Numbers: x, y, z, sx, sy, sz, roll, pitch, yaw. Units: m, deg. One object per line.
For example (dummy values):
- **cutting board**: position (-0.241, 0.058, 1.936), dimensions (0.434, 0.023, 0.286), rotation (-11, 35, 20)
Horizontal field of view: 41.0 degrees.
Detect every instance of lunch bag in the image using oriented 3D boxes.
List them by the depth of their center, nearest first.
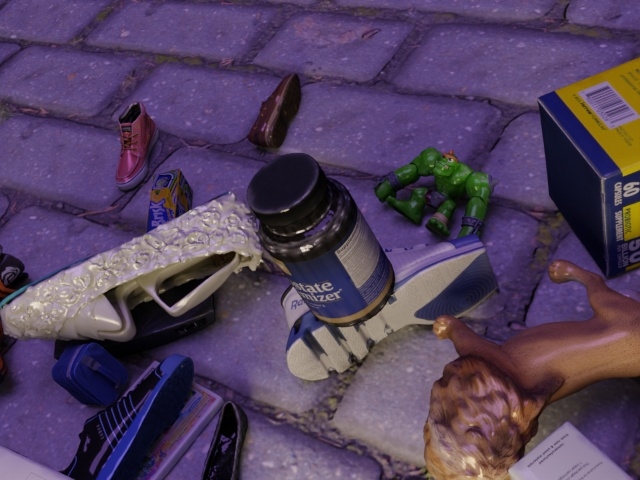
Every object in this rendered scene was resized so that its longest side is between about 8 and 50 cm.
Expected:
- **lunch bag**: position (-0.329, 0.197, 1.240), dimensions (0.065, 0.098, 0.067), rotation (-8, 45, 40)

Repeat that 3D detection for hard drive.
- **hard drive**: position (-0.286, 0.101, 1.341), dimensions (0.254, 0.054, 0.172), rotation (-17, 45, 4)

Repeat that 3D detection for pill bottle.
- **pill bottle**: position (0.000, 0.000, 1.046), dimensions (0.122, 0.219, 0.123), rotation (-17, 45, 18)

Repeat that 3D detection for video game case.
- **video game case**: position (-0.234, 0.256, 1.200), dimensions (0.143, 0.019, 0.157), rotation (20, 58, 34)

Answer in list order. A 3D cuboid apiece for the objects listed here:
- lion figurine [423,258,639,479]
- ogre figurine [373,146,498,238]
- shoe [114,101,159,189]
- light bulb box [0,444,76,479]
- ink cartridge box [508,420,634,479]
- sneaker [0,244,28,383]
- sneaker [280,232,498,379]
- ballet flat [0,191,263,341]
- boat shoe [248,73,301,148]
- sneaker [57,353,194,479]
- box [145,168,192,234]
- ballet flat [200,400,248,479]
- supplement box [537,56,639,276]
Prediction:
- **lion figurine**: position (0.278, 0.139, 0.991), dimensions (0.392, 0.142, 0.240), rotation (-31, 21, 1)
- **ogre figurine**: position (0.182, -0.074, 1.303), dimensions (0.118, 0.097, 0.197), rotation (-54, 34, -6)
- **shoe**: position (-0.360, -0.182, 1.619), dimensions (0.063, 0.081, 0.178), rotation (-4, 47, 18)
- **light bulb box**: position (-0.359, 0.438, 0.928), dimensions (0.360, 0.225, 0.358), rotation (12, 55, 31)
- **ink cartridge box**: position (0.295, 0.306, 0.849), dimensions (0.086, 0.153, 0.208), rotation (-35, 47, -11)
- **sneaker**: position (-0.552, 0.101, 1.396), dimensions (0.180, 0.125, 0.321), rotation (-41, 47, -17)
- **sneaker**: position (0.072, 0.047, 1.200), dimensions (0.315, 0.127, 0.182), rotation (-25, 46, 0)
- **ballet flat**: position (-0.264, 0.064, 1.241), dimensions (0.408, 0.147, 0.147), rotation (-28, 44, -8)
- **boat shoe**: position (-0.084, -0.244, 1.583), dimensions (0.060, 0.064, 0.178), rotation (5, 53, 23)
- **sneaker**: position (-0.262, 0.242, 1.150), dimensions (0.090, 0.081, 0.232), rotation (17, 57, 24)
- **box**: position (-0.259, -0.043, 1.464), dimensions (0.054, 0.059, 0.169), rotation (-15, 44, 11)
- **ballet flat**: position (-0.132, 0.289, 1.105), dimensions (0.057, 0.049, 0.173), rotation (-8, 46, 16)
- **supplement box**: position (0.504, -0.135, 1.154), dimensions (0.356, 0.194, 0.195), rotation (-22, 44, 1)
